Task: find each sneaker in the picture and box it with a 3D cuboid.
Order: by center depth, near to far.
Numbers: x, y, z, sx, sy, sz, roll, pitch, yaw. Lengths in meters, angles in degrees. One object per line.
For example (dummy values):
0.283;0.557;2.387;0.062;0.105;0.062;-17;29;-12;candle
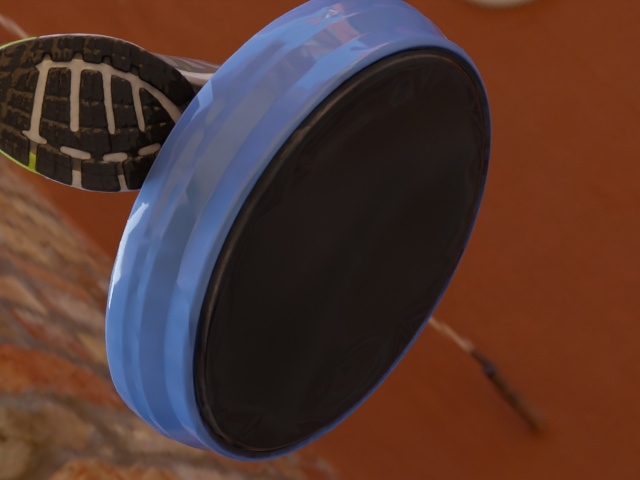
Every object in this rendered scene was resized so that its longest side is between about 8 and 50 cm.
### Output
-0.129;-0.090;1.112;0.300;0.121;0.111;6;-86;-37;sneaker

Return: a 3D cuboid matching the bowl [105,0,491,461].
0.000;0.000;1.185;0.391;0.077;0.391;-37;-37;-35;bowl
